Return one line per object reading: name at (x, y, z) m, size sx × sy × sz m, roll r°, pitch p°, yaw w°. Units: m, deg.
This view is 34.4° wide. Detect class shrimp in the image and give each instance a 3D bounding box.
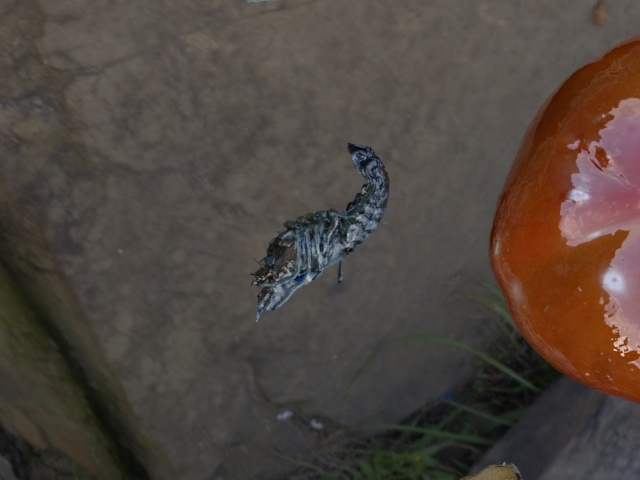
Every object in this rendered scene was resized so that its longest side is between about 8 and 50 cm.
shrimp at (0.004, 0.002, 0.857) m, size 0.076 × 0.082 × 0.174 m, roll 33°, pitch 117°, yaw -17°

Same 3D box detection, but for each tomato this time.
tomato at (0.234, -0.011, 0.672) m, size 0.260 × 0.260 × 0.180 m, roll -46°, pitch 167°, yaw -11°

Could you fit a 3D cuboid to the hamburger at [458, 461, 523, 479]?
hamburger at (0.233, 0.443, 1.597) m, size 0.208 × 0.155 × 0.135 m, roll -23°, pitch 120°, yaw -4°
